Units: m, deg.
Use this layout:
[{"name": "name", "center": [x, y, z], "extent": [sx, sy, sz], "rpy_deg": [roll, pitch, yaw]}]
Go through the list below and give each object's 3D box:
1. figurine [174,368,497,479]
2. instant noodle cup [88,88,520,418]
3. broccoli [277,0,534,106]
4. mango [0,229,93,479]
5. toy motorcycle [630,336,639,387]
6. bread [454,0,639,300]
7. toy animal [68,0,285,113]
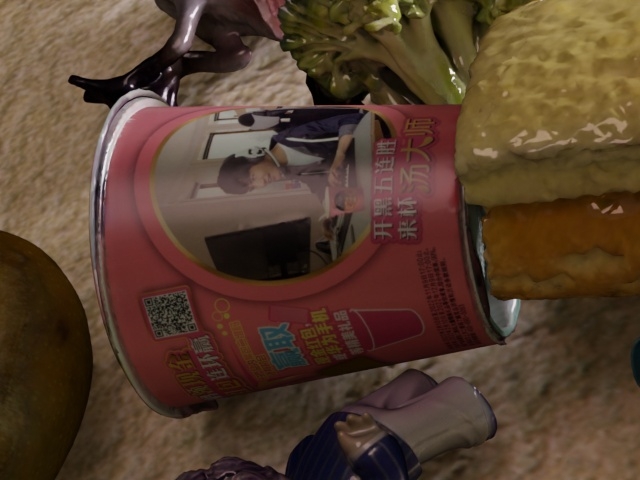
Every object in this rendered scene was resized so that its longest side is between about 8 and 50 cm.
[{"name": "figurine", "center": [-0.003, 0.173, 1.264], "extent": [0.274, 0.133, 0.194], "rpy_deg": [-27, 25, -9]}, {"name": "instant noodle cup", "center": [0.000, 0.000, 1.372], "extent": [0.255, 0.244, 0.244], "rpy_deg": [-4, 48, 18]}, {"name": "broccoli", "center": [0.104, -0.133, 1.503], "extent": [0.247, 0.263, 0.243], "rpy_deg": [-40, 62, 36]}, {"name": "mango", "center": [-0.264, 0.141, 1.430], "extent": [0.176, 0.176, 0.329], "rpy_deg": [-35, 41, 59]}, {"name": "toy motorcycle", "center": [0.254, 0.136, 1.194], "extent": [0.182, 0.123, 0.272], "rpy_deg": [16, 56, 24]}, {"name": "bread", "center": [0.289, -0.080, 1.261], "extent": [0.375, 0.165, 0.236], "rpy_deg": [-2, 35, 21]}, {"name": "toy animal", "center": [-0.112, -0.228, 1.739], "extent": [0.195, 0.090, 0.324], "rpy_deg": [-11, 48, 17]}]
